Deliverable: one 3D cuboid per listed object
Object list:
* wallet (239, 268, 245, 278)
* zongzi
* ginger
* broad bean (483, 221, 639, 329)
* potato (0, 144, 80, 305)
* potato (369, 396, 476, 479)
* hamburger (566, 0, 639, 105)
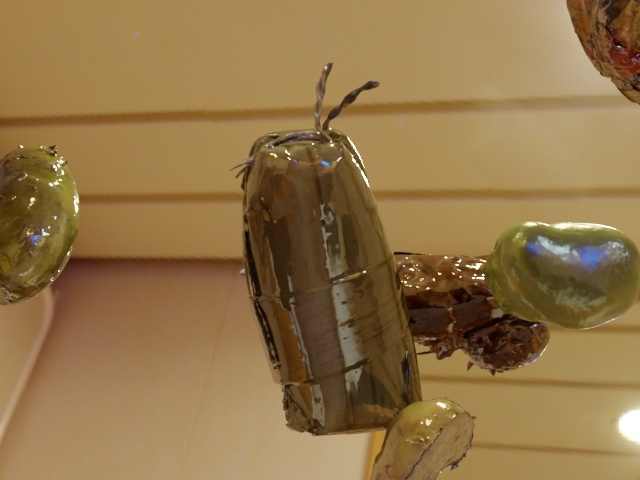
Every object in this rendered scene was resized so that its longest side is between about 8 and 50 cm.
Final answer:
[{"bbox_3d":[-0.033,0.053,1.818,0.196,0.103,0.020,6,-66,18],"label":"wallet"},{"bbox_3d":[-0.022,0.005,1.529,0.218,0.500,0.467,-14,9,-8],"label":"zongzi"},{"bbox_3d":[0.229,0.137,1.905,0.418,0.176,0.254,2,-63,10],"label":"ginger"},{"bbox_3d":[0.269,0.036,1.147,0.174,0.125,0.082,8,-14,4],"label":"broad bean"},{"bbox_3d":[-0.358,-0.024,1.241,0.149,0.251,0.113,-23,-55,15],"label":"potato"},{"bbox_3d":[0.103,0.235,1.214,0.089,0.172,0.101,30,-51,32],"label":"potato"},{"bbox_3d":[0.287,-0.206,0.777,0.230,0.107,0.231,-9,-59,-14],"label":"hamburger"}]
